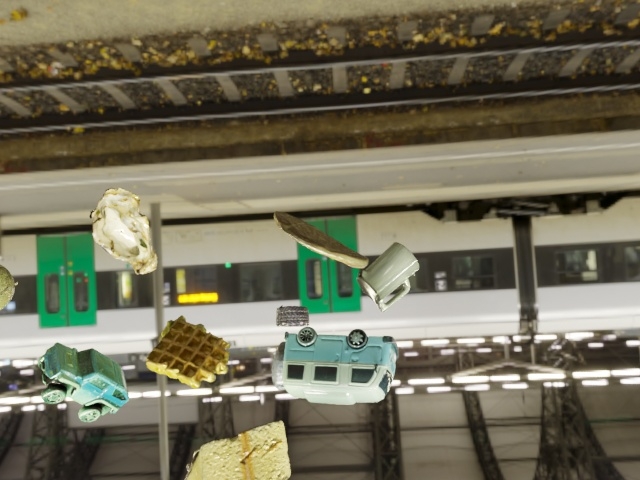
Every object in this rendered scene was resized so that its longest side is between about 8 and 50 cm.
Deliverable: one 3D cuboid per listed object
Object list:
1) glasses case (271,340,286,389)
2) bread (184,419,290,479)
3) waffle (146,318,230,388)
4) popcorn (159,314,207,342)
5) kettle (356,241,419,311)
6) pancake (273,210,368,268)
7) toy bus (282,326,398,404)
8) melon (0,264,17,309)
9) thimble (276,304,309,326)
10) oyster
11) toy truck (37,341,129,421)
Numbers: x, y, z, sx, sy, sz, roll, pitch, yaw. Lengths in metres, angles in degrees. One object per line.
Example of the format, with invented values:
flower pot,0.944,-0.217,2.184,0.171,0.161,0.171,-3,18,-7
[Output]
glasses case,-0.111,0.374,1.821,0.067,0.109,0.282,5,179,-3
bread,-0.348,0.844,2.172,0.345,0.242,0.405,-2,156,-39
waffle,-0.345,0.317,1.640,0.210,0.055,0.160,19,-131,19
popcorn,-0.486,0.353,2.140,0.173,0.174,0.142,-5,-164,28
kettle,0.181,0.094,1.619,0.098,0.148,0.127,39,163,35
pancake,0.000,-0.001,1.369,0.250,0.031,0.250,28,-174,-3
toy bus,0.048,0.311,1.465,0.271,0.165,0.133,-1,150,15
melon,-0.795,0.111,1.389,0.139,0.139,0.192,-6,180,42
thimble,-0.083,0.238,1.889,0.104,0.066,0.095,5,167,-27
oyster,-0.489,-0.037,1.536,0.166,0.094,0.294,17,136,-4
toy truck,-0.706,0.416,1.797,0.156,0.155,0.279,-34,136,1
